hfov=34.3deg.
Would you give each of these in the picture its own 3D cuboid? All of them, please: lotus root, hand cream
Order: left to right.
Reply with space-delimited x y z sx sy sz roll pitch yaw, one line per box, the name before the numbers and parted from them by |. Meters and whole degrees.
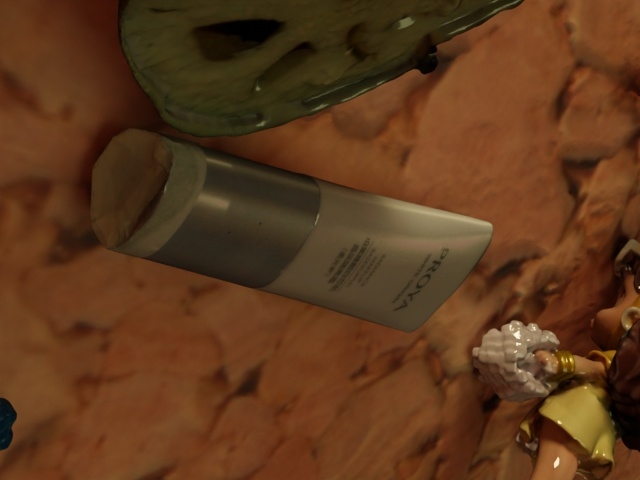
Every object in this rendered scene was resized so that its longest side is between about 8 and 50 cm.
hand cream | 0.000 0.000 0.506 0.255 0.048 0.079 16 119 -49
lotus root | 0.007 -0.119 0.381 0.183 0.078 0.203 -22 166 -3

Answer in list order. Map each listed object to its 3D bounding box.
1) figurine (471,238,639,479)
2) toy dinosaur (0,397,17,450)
figurine | 0.197 0.109 0.710 0.240 0.116 0.175 -42 137 -13
toy dinosaur | -0.200 0.009 0.313 0.144 0.076 0.329 -39 139 -27
